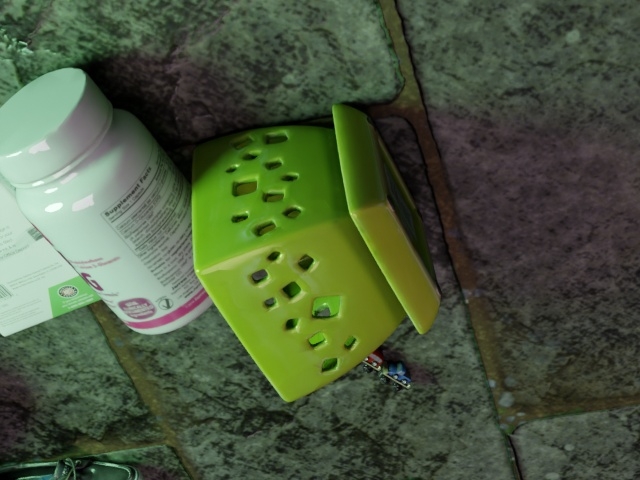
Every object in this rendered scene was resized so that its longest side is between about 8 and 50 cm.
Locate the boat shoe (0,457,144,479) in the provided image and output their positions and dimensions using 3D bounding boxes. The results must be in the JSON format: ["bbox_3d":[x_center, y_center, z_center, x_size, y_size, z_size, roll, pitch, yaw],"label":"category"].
[{"bbox_3d":[-0.372,0.348,1.738,0.228,0.080,0.076,-4,135,16],"label":"boat shoe"}]

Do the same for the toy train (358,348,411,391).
[{"bbox_3d":[0.063,0.153,1.572,0.158,0.027,0.036,34,115,-26],"label":"toy train"}]

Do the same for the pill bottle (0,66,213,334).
[{"bbox_3d":[-0.227,-0.041,1.305,0.160,0.160,0.283,-21,129,20],"label":"pill bottle"}]

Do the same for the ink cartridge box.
[{"bbox_3d":[-0.364,-0.007,1.387,0.160,0.092,0.219,-20,129,19],"label":"ink cartridge box"}]

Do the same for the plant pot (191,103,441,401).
[{"bbox_3d":[0.000,0.000,1.303,0.207,0.227,0.228,-22,128,12],"label":"plant pot"}]
